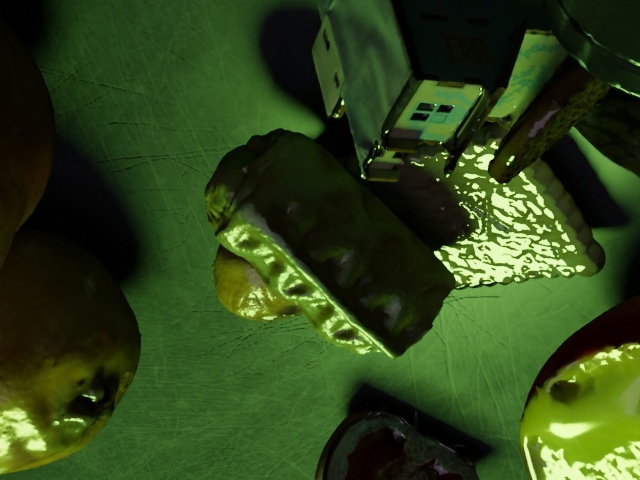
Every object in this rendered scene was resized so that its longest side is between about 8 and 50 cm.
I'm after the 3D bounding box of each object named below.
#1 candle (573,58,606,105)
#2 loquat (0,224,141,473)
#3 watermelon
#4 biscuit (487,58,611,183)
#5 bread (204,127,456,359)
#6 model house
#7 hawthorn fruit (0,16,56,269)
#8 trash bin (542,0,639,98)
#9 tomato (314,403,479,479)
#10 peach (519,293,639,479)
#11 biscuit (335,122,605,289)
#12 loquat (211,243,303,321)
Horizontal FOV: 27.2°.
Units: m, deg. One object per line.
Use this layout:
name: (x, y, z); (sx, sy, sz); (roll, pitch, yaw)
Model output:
candle: (0.192, -0.140, 1.205); (0.131, 0.052, 0.052); (-5, 135, 35)
loquat: (-0.393, 0.138, 1.665); (0.328, 0.328, 0.328); (16, 143, 12)
watermelon: (0.299, -0.097, 1.208); (0.163, 0.087, 0.069); (31, 107, -13)
biscuit: (0.203, -0.118, 1.065); (0.027, 0.188, 0.188); (45, 145, 8)
bread: (0.000, 0.000, 1.359); (0.152, 0.130, 0.268); (-41, 113, 15)
model house: (0.118, -0.172, 1.094); (0.206, 0.271, 0.178); (0, 145, -22)
hawthorn fruit: (-0.509, -0.115, 1.331); (0.472, 0.472, 0.472); (16, 143, 12)
trash bin: (0.280, -0.261, 0.877); (0.252, 0.203, 0.301); (-13, 144, -15)
tomato: (0.090, 0.331, 1.784); (0.214, 0.180, 0.155); (36, 161, -3)
peach: (0.402, 0.174, 1.325); (0.380, 0.242, 0.306); (-3, 116, 52)
biscuit: (0.120, -0.024, 1.394); (0.325, 0.044, 0.217); (-11, 129, 41)
loquat: (-0.058, 0.035, 1.529); (0.137, 0.113, 0.137); (3, 119, 5)
